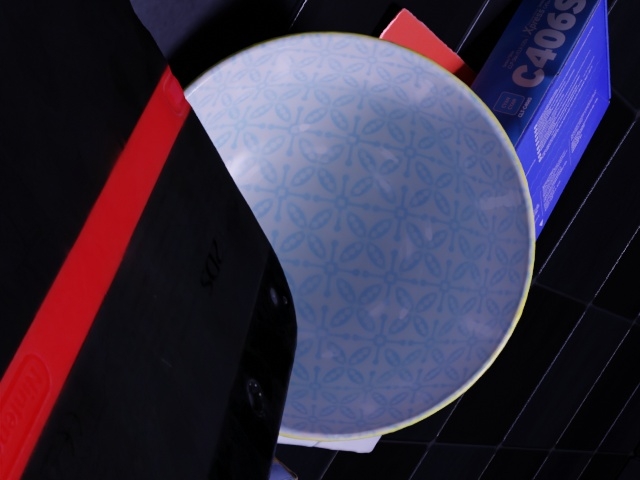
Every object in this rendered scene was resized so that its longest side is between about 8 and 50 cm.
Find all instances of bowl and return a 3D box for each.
[{"bbox_3d":[0.000,0.000,0.945,0.289,0.289,0.156,-52,-176,-6],"label":"bowl"}]

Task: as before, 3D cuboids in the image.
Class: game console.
[{"bbox_3d":[-0.122,0.016,0.603,0.342,0.060,0.386,60,20,-25],"label":"game console"}]

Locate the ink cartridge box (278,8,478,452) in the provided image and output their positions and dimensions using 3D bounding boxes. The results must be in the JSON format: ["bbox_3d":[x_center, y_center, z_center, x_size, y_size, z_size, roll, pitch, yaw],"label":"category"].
[{"bbox_3d":[0.057,0.014,1.169,0.385,0.091,0.308,-57,151,5],"label":"ink cartridge box"}]

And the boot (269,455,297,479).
[{"bbox_3d":[-0.123,0.231,1.106,0.219,0.106,0.082,-34,144,-34],"label":"boot"}]

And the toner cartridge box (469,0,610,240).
[{"bbox_3d":[0.171,-0.066,1.185,0.348,0.075,0.165,-58,151,-24],"label":"toner cartridge box"}]
